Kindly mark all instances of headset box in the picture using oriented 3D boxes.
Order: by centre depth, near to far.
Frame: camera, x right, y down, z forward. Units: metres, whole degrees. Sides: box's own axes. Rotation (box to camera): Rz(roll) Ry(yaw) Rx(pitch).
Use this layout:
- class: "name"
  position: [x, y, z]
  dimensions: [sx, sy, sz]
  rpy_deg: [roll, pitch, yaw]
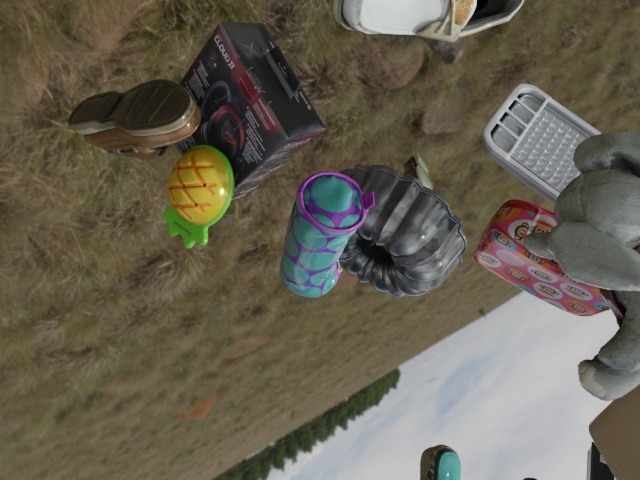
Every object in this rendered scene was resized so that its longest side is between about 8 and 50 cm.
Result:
- class: "headset box"
  position: [-0.144, -0.224, 0.802]
  dimensions: [0.293, 0.218, 0.110]
  rpy_deg: [-32, 180, 44]

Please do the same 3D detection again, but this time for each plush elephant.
- class: "plush elephant"
  position: [0.406, 0.014, 0.597]
  dimensions: [0.272, 0.255, 0.330]
  rpy_deg: [-46, 166, -27]

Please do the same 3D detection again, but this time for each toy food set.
- class: "toy food set"
  position: [0.655, 0.407, 0.811]
  dimensions: [0.092, 0.306, 0.220]
  rpy_deg: [5, 127, -12]

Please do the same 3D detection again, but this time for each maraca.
- class: "maraca"
  position: [-0.217, -0.077, 0.778]
  dimensions: [0.186, 0.127, 0.099]
  rpy_deg: [-63, 159, 16]

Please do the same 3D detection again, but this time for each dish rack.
- class: "dish rack"
  position: [0.579, -0.225, 1.127]
  dimensions: [0.285, 0.333, 0.072]
  rpy_deg: [-48, 172, -27]

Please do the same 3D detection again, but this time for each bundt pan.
- class: "bundt pan"
  position: [0.132, 0.002, 0.942]
  dimensions: [0.124, 0.331, 0.331]
  rpy_deg: [-54, 172, -27]

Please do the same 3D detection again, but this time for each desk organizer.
- class: "desk organizer"
  position: [0.625, 0.530, 0.989]
  dimensions: [0.130, 0.047, 0.050]
  rpy_deg: [-58, 148, -38]

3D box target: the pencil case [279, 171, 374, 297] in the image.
- class: "pencil case"
  position: [0.000, 0.000, 0.441]
  dimensions: [0.070, 0.064, 0.152]
  rpy_deg: [4, 150, -9]

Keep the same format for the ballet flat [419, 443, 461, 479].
- class: "ballet flat"
  position: [0.384, 0.948, 1.482]
  dimensions: [0.164, 0.483, 0.182]
  rpy_deg: [20, 148, -15]

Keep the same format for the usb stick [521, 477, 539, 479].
- class: "usb stick"
  position: [0.226, 0.431, 0.648]
  dimensions: [0.278, 0.045, 0.077]
  rpy_deg: [-19, 175, -15]

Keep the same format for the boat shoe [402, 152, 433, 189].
- class: "boat shoe"
  position: [0.294, -0.197, 1.364]
  dimensions: [0.068, 0.081, 0.228]
  rpy_deg: [-32, -159, 24]

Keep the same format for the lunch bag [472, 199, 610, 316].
- class: "lunch bag"
  position: [0.493, 0.053, 0.974]
  dimensions: [0.120, 0.293, 0.258]
  rpy_deg: [-55, 164, -16]

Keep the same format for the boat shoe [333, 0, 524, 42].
- class: "boat shoe"
  position: [0.155, -0.320, 0.568]
  dimensions: [0.302, 0.103, 0.113]
  rpy_deg: [-28, 150, -29]

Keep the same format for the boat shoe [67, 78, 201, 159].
- class: "boat shoe"
  position: [-0.306, -0.202, 0.774]
  dimensions: [0.111, 0.307, 0.104]
  rpy_deg: [-63, 143, -21]
